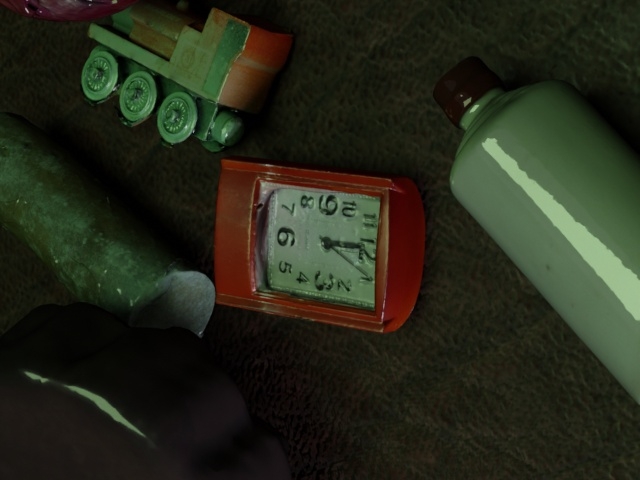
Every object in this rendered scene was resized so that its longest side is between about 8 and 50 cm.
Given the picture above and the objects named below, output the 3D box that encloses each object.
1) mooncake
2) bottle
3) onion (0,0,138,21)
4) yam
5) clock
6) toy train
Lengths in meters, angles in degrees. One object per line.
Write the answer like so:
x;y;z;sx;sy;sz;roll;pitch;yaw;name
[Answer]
-0.152;0.176;1.029;0.283;0.141;0.283;15;126;21;mooncake
0.159;-0.019;0.836;0.245;0.104;0.104;50;121;21;bottle
-0.197;-0.336;0.962;0.347;0.285;0.348;-6;81;41;onion
-0.200;-0.009;1.118;0.259;0.093;0.093;40;117;28;yam
0.000;0.000;0.988;0.155;0.061;0.113;9;101;33;clock
-0.112;-0.140;1.053;0.176;0.074;0.118;32;103;36;toy train
